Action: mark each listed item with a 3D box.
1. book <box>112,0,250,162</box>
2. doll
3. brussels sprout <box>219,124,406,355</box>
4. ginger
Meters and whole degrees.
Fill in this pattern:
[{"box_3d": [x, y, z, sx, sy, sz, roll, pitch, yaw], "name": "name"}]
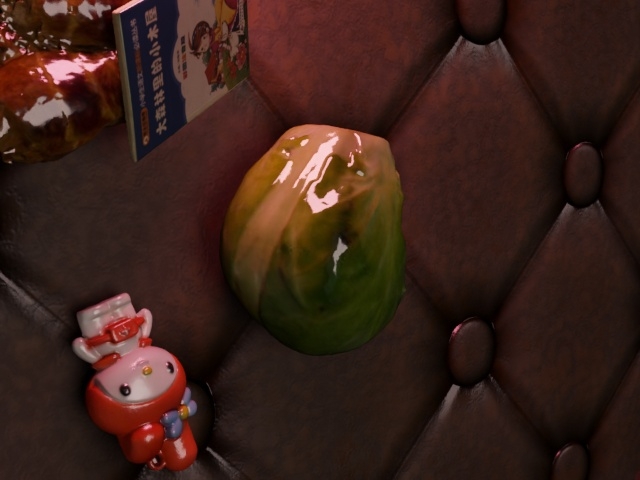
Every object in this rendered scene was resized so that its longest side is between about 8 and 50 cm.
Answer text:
[{"box_3d": [-0.189, -0.281, 1.401, 0.322, 0.018, 0.228, -51, 149, -47], "name": "book"}, {"box_3d": [-0.278, 0.227, 1.456, 0.161, 0.130, 0.290, -26, 98, -39], "name": "doll"}, {"box_3d": [0.000, 0.000, 1.551, 0.315, 0.276, 0.371, -5, 99, -42], "name": "brussels sprout"}, {"box_3d": [-0.368, -0.252, 1.296, 0.274, 0.152, 0.357, 32, 75, -37], "name": "ginger"}]
